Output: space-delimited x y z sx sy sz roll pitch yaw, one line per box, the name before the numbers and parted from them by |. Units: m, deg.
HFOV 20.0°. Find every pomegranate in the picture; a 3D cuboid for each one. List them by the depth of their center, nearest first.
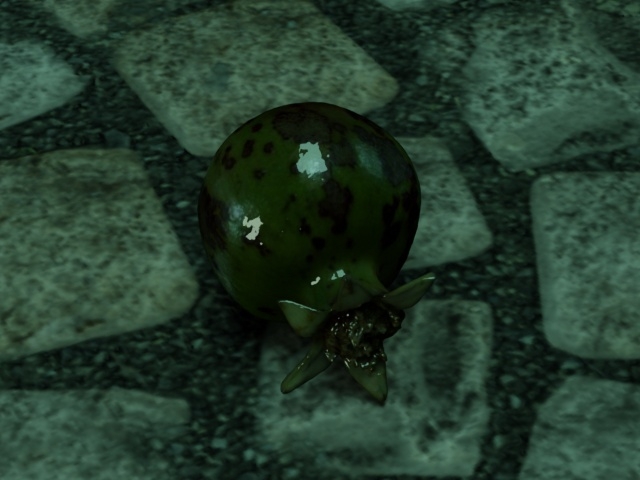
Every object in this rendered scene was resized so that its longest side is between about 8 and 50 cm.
pomegranate | -0.006 -0.003 1.084 0.148 0.148 0.169 -4 36 -4
